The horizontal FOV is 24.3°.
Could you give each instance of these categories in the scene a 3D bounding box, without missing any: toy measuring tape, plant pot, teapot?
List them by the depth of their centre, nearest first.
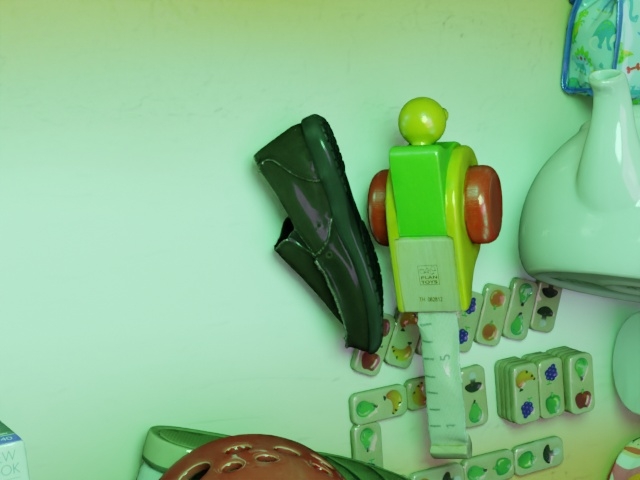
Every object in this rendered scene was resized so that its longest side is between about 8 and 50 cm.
[{"bbox_3d":[-0.038,0.255,1.127,0.191,0.174,0.191,-1,95,-15],"label":"plant pot"},{"bbox_3d":[0.110,0.028,1.319,0.121,0.121,0.330,-19,113,-25],"label":"toy measuring tape"},{"bbox_3d":[0.306,-0.043,1.345,0.253,0.256,0.187,11,83,-12],"label":"teapot"}]

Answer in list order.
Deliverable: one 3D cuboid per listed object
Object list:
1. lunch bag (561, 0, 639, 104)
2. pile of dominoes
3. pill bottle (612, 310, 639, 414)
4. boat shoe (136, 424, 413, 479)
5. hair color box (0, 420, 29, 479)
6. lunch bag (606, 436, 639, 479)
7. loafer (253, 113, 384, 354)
[{"bbox_3d":[0.304,-0.206,1.394,0.129,0.096,0.151,-4,108,-28],"label":"lunch bag"},{"bbox_3d":[0.143,0.142,1.385,0.251,0.040,0.196,-10,101,-27],"label":"pile of dominoes"},{"bbox_3d":[0.421,0.124,1.469,0.246,0.136,0.136,4,95,-21],"label":"pill bottle"},{"bbox_3d":[-0.017,0.239,1.278,0.302,0.113,0.103,15,94,-17],"label":"boat shoe"},{"bbox_3d":[-0.307,0.319,1.131,0.185,0.110,0.338,-10,100,-26],"label":"hair color box"},{"bbox_3d":[0.411,0.315,1.514,0.293,0.120,0.258,19,83,-30],"label":"lunch bag"},{"bbox_3d":[0.000,0.000,1.280,0.078,0.080,0.220,-15,107,8],"label":"loafer"}]
